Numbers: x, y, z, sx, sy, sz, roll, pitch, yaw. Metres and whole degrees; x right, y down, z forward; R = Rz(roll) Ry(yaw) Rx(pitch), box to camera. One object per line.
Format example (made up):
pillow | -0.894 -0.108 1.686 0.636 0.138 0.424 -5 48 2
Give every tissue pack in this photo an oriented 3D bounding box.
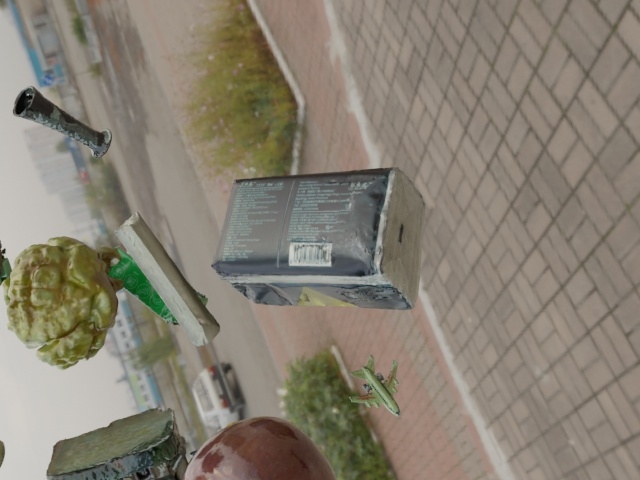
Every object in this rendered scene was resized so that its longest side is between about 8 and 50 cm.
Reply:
tissue pack | 0.000 0.000 1.718 0.253 0.416 0.264 42 -128 -56

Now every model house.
model house | -0.449 0.581 1.815 0.243 0.298 0.284 -134 30 -72

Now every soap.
soap | -0.452 0.122 2.075 0.273 0.098 0.218 34 -175 10

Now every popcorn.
popcorn | -0.616 0.131 1.819 0.335 0.274 0.279 66 -171 26

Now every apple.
apple | -0.101 0.450 1.347 0.305 0.235 0.306 11 120 20

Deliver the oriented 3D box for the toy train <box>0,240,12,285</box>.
toy train | -0.756 0.007 1.558 0.159 0.188 0.272 -92 -7 -70

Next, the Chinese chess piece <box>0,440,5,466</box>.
Chinese chess piece | -0.599 0.353 1.276 0.144 0.144 0.058 103 174 -63

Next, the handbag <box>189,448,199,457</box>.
handbag | -0.231 0.567 2.020 0.229 0.179 0.062 -17 86 55

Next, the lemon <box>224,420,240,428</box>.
lemon | -0.243 0.594 2.302 0.109 0.109 0.133 61 -172 33

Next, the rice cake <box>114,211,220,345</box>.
rice cake | -0.263 0.068 1.326 0.052 0.057 0.256 -31 95 40

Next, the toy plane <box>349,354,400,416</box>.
toy plane | 0.101 0.254 1.314 0.111 0.102 0.040 54 170 -7

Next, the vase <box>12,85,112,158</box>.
vase | -0.441 -0.202 1.329 0.167 0.059 0.059 30 -159 -46

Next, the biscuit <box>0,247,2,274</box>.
biscuit | -0.725 0.071 1.302 0.074 0.381 0.359 41 136 27
